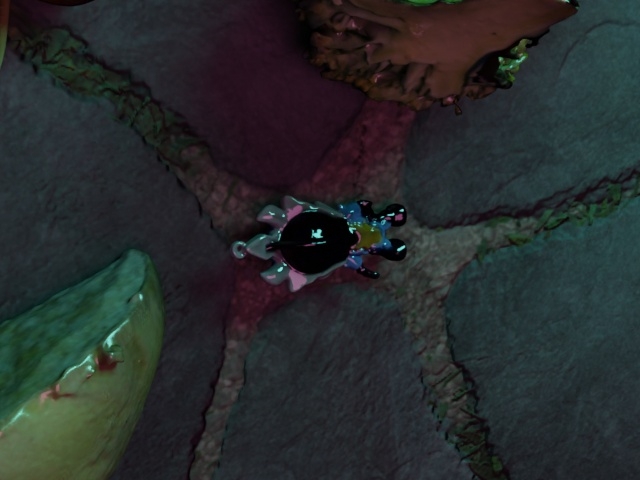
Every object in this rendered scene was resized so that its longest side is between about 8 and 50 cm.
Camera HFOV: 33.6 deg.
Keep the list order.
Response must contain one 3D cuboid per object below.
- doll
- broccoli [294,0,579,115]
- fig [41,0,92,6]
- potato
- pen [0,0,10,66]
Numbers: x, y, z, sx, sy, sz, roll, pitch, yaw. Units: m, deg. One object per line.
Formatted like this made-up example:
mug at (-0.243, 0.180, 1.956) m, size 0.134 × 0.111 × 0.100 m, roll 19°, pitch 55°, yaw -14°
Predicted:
doll at (0.000, 0.000, 1.052) m, size 0.195 × 0.070 × 0.096 m, roll -6°, pitch 96°, yaw -30°
broccoli at (0.112, -0.242, 0.932) m, size 0.242 × 0.273 × 0.180 m, roll 28°, pitch 62°, yaw -31°
fig at (-0.225, -0.221, 0.845) m, size 0.125 × 0.089 × 0.088 m, roll -32°, pitch 120°, yaw -31°
potato at (-0.213, 0.166, 0.939) m, size 0.264 × 0.211 × 0.189 m, roll -31°, pitch 117°, yaw -16°
pen at (-0.269, -0.250, 0.858) m, size 0.040 × 0.032 × 0.233 m, roll 2°, pitch 106°, yaw -20°
